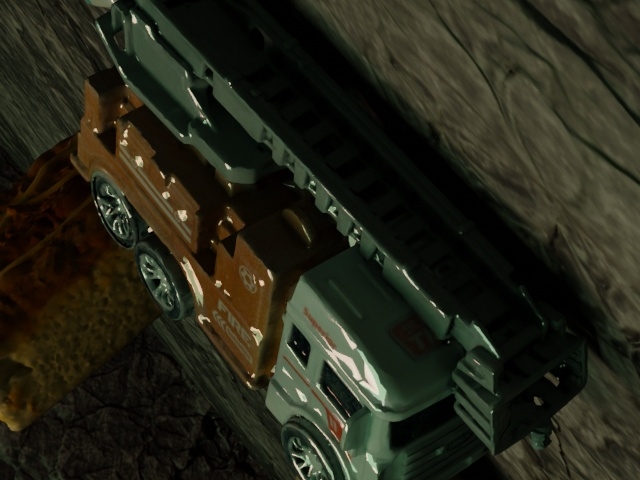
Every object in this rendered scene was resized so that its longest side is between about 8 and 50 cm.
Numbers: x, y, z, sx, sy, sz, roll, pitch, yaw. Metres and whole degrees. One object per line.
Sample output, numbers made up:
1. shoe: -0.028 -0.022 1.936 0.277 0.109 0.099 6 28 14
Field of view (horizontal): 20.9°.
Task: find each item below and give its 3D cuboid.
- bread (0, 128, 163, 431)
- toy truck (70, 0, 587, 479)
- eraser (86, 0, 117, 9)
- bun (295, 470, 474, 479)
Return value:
1. bread: -0.200 0.003 1.409 0.185 0.275 0.114 37 163 50
2. toy truck: 0.000 0.000 0.952 0.338 0.133 0.184 49 153 25
3. eraser: -0.183 -0.248 1.088 0.225 0.052 0.095 54 172 -18
4. bun: 0.075 0.227 1.378 0.210 0.116 0.237 34 -160 -45
